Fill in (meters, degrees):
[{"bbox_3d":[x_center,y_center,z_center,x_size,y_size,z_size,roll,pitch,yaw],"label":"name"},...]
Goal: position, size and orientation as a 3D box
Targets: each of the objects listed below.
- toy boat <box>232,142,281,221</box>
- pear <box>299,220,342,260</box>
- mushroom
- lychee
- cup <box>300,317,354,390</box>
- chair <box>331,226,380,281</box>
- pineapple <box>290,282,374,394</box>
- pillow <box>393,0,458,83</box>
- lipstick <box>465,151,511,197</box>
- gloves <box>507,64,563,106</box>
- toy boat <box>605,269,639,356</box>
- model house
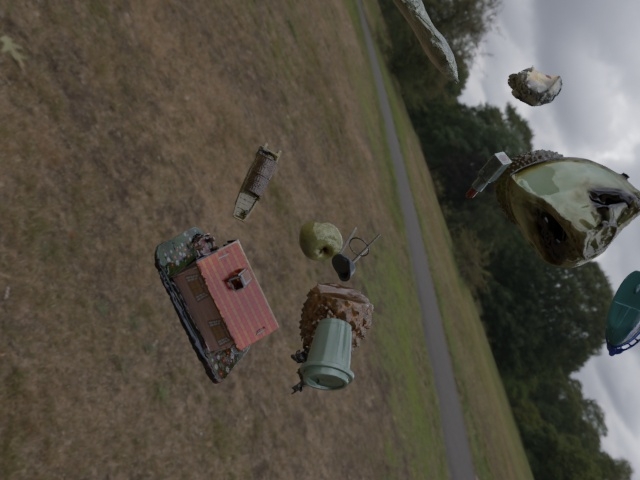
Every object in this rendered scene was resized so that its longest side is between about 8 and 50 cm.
[{"bbox_3d":[-0.178,-0.159,1.589,0.068,0.225,0.088,27,-3,-17],"label":"toy boat"},{"bbox_3d":[0.000,0.000,2.228,0.167,0.167,0.136,58,10,-43],"label":"pear"},{"bbox_3d":[0.615,-0.061,1.372,0.292,0.218,0.211,-128,-158,-57],"label":"mushroom"},{"bbox_3d":[0.715,-0.172,1.926,0.270,0.320,0.269,40,-44,54],"label":"lychee"},{"bbox_3d":[0.020,0.252,1.287,0.120,0.120,0.141,56,34,-46],"label":"cup"},{"bbox_3d":[0.112,0.043,2.026,0.095,0.104,0.221,35,49,4],"label":"chair"},{"bbox_3d":[0.018,0.318,1.759,0.223,0.223,0.357,-22,132,-77],"label":"pineapple"},{"bbox_3d":[0.213,-0.435,1.187,0.229,0.050,0.148,63,20,10],"label":"pillow"},{"bbox_3d":[0.332,-0.124,1.168,0.030,0.030,0.129,58,-36,20],"label":"lipstick"},{"bbox_3d":[0.499,-0.358,1.368,0.153,0.115,0.070,-56,165,-83],"label":"gloves"},{"bbox_3d":[0.613,0.155,1.127,0.110,0.174,0.091,37,-7,-37],"label":"toy boat"},{"bbox_3d":[-0.173,0.102,1.152,0.293,0.154,0.207,67,22,-9],"label":"model house"}]
